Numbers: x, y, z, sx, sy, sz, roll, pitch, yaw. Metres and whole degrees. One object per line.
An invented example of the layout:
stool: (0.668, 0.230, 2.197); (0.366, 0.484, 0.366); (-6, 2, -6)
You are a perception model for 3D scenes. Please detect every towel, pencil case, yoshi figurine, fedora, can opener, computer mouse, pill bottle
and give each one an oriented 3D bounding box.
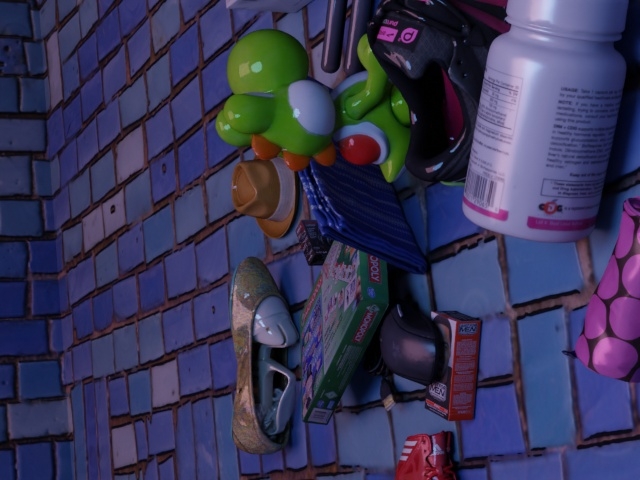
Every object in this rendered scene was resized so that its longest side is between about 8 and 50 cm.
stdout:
towel: (0.038, -0.114, 1.958); (0.040, 0.243, 0.336); (-36, 54, 25)
pencil case: (0.347, 0.052, 1.496); (0.098, 0.095, 0.209); (-108, 30, -60)
yoshi figurine: (0.023, -0.209, 1.814); (0.203, 0.362, 0.204); (48, 134, 48)
fedora: (-0.108, -0.093, 2.392); (0.194, 0.079, 0.194); (4, 95, 62)
can opener: (0.053, -0.398, 2.100); (0.093, 0.074, 0.280); (-53, -29, -77)
computer mouse: (0.102, 0.171, 1.952); (0.262, 0.060, 0.184); (-124, 38, -68)
pill bottle: (0.265, -0.153, 1.567); (0.160, 0.160, 0.283); (37, 124, 57)

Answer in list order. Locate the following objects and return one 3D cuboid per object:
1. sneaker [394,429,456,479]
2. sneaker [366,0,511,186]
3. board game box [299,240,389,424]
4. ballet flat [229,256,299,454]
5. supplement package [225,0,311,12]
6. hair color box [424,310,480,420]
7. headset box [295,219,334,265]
sneaker: (0.162, 0.341, 1.868); (0.221, 0.087, 0.128); (33, 121, 57)
sneaker: (0.161, -0.289, 1.638); (0.185, 0.202, 0.483); (16, 119, 54)
board game box: (0.031, 0.108, 2.076); (0.317, 0.046, 0.213); (113, 162, -46)
ballet flat: (-0.091, 0.204, 2.352); (0.123, 0.123, 0.349); (10, 99, 63)
supplement package: (-0.083, -0.524, 2.271); (0.139, 0.133, 0.244); (-21, 72, 61)
hair color box: (0.183, 0.173, 1.866); (0.072, 0.043, 0.141); (-161, 73, -63)
headset box: (0.000, 0.000, 2.200); (0.032, 0.062, 0.083); (-61, 39, 44)
